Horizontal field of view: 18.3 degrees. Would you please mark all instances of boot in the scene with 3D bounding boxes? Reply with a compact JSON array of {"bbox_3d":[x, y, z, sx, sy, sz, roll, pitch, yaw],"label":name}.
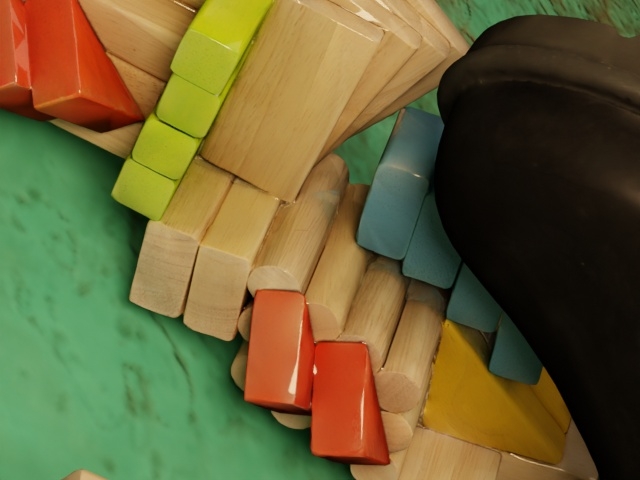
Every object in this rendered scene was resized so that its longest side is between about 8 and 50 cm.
[{"bbox_3d":[0.110,0.116,0.630,0.348,0.131,0.260,45,64,3],"label":"boot"}]

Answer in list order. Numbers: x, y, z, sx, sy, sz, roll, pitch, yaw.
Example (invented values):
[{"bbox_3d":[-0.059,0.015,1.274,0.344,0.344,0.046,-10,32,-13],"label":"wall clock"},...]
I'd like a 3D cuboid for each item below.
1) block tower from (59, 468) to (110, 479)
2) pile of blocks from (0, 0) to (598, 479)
[{"bbox_3d":[-0.057,0.237,0.522,0.097,0.091,0.335,29,43,-36],"label":"block tower"},{"bbox_3d":[0.000,0.000,0.739,0.362,0.149,0.112,47,34,-18],"label":"pile of blocks"}]
